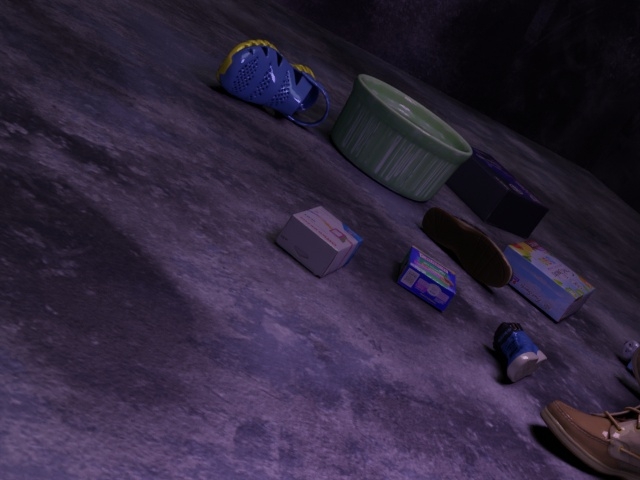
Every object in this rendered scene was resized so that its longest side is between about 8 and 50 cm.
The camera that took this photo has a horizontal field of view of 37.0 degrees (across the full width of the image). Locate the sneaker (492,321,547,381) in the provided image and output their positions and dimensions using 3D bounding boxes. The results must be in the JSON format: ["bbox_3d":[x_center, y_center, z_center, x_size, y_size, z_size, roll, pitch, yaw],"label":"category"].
[{"bbox_3d":[0.297,0.168,1.481,0.084,0.058,0.152,47,17,19],"label":"sneaker"}]

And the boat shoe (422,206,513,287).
[{"bbox_3d":[0.295,0.010,1.849,0.073,0.080,0.223,2,32,-50],"label":"boat shoe"}]

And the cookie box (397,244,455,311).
[{"bbox_3d":[0.176,0.061,1.574,0.091,0.040,0.107,33,17,-2],"label":"cookie box"}]

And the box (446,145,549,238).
[{"bbox_3d":[0.419,-0.135,2.399,0.184,0.103,0.261,14,27,-41],"label":"box"}]

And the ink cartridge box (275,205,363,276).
[{"bbox_3d":[0.000,0.000,1.408,0.088,0.052,0.122,38,20,11],"label":"ink cartridge box"}]

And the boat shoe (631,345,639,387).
[{"bbox_3d":[0.700,0.305,1.775,0.302,0.113,0.103,45,14,10],"label":"boat shoe"}]

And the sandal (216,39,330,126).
[{"bbox_3d":[-0.081,-0.315,1.964,0.317,0.126,0.138,6,38,-53],"label":"sandal"}]

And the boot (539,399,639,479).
[{"bbox_3d":[0.458,0.241,1.340,0.262,0.203,0.095,30,18,-17],"label":"boot"}]

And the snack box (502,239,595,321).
[{"bbox_3d":[0.464,0.080,1.977,0.174,0.070,0.207,41,20,20],"label":"snack box"}]

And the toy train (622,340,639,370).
[{"bbox_3d":[0.683,0.247,1.929,0.184,0.080,0.105,18,16,-38],"label":"toy train"}]

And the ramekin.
[{"bbox_3d":[0.169,-0.219,2.098,0.303,0.148,0.303,31,18,-11],"label":"ramekin"}]
